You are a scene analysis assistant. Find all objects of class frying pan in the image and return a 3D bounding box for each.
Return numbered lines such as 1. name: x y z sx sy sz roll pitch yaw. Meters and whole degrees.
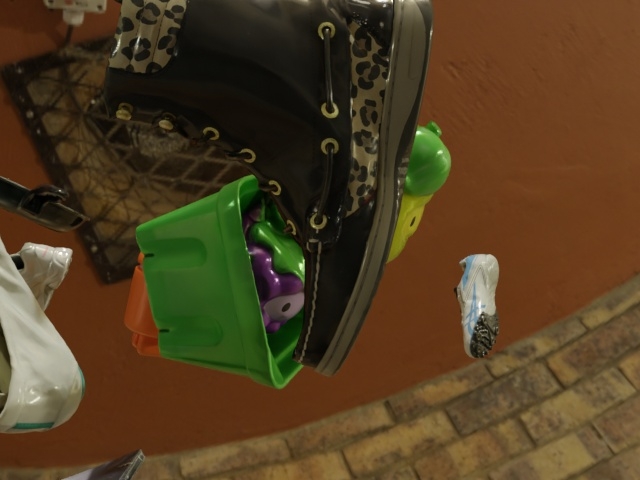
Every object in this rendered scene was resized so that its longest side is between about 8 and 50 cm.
1. frying pan: -0.378 -0.045 1.046 0.197 0.326 0.053 33 -101 -51

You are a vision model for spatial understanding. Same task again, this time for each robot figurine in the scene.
1. robot figurine: -0.271 0.092 1.342 0.128 0.158 0.219 15 -85 12

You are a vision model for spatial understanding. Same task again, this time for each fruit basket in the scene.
1. fruit basket: 0.000 0.000 0.981 0.392 0.392 0.283 -11 -81 -13

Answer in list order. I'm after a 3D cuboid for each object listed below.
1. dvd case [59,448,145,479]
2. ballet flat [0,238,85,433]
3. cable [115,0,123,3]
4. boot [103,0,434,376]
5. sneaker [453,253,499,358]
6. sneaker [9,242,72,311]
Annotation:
1. dvd case: -0.319 0.322 0.864 0.221 0.164 0.018 -25 -77 17
2. ballet flat: -0.422 0.052 0.879 0.139 0.400 0.139 -36 -13 -9
3. cable: -0.245 -0.398 1.052 0.184 0.047 0.150 -42 -45 -15
4. boot: -0.040 -0.047 0.462 0.178 0.085 0.236 12 -82 -3
5. sneaker: 0.305 0.131 1.513 0.086 0.237 0.085 -15 -45 33
6. sneaker: -0.569 0.072 1.485 0.115 0.090 0.232 25 -50 -20
